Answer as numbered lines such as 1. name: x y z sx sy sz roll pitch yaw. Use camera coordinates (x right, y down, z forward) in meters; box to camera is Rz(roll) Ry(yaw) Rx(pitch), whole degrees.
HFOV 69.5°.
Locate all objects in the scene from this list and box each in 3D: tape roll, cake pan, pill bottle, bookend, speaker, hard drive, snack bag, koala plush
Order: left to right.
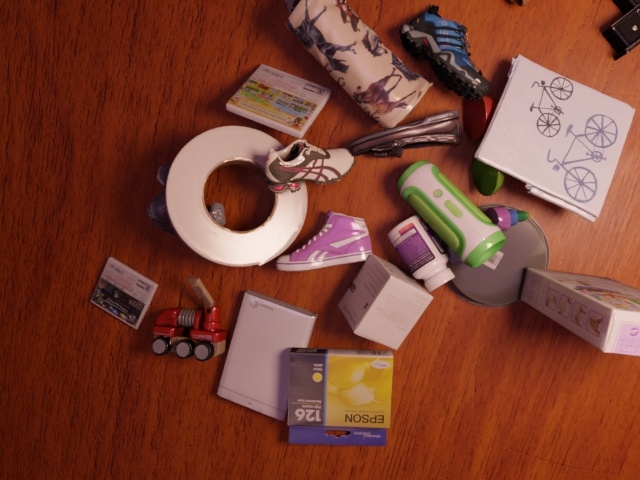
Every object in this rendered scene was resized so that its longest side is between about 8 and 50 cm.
1. koala plush: -0.408 -0.146 1.361 0.196 0.203 0.221 -12 70 30
2. tape roll: -0.227 -0.117 1.273 0.392 0.072 0.391 1 86 -21
3. hard drive: -0.169 0.356 1.430 0.233 0.047 0.353 18 99 9
4. pill bottle: 0.276 0.037 1.248 0.108 0.108 0.193 -34 76 14
5. speaker: 0.331 -0.073 1.190 0.131 0.131 0.296 -44 64 13
6. cake pan: 0.471 0.046 1.254 0.293 0.054 0.293 1 97 12
7. snack bag: 0.572 -0.255 1.132 0.343 0.037 0.323 25 79 0
8. bookend: 0.750 -0.556 1.114 0.156 0.072 0.157 -37 87 14

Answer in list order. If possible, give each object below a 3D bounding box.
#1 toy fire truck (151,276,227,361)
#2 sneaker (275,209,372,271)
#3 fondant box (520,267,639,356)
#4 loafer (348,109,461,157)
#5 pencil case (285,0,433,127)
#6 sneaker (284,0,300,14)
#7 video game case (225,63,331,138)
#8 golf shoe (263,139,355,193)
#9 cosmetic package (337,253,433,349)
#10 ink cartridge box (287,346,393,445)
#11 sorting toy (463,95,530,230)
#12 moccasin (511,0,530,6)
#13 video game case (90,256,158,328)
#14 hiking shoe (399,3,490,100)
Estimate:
1. toy fire truck: -0.405 0.235 1.425 0.217 0.158 0.246 4 86 12
2. sneaker: 0.000 0.000 1.332 0.282 0.102 0.161 -11 91 2
3. fondant box: 0.657 0.158 1.058 0.238 0.330 0.096 7 99 -6
4. loafer: 0.231 -0.266 1.245 0.303 0.109 0.095 -15 97 10
5. pencil case: 0.095 -0.481 1.188 0.410 0.183 0.160 45 145 -5
6. sneaker: 0.006 -0.678 1.262 0.229 0.086 0.132 -10 99 23
7. video game case: -0.111 -0.389 1.275 0.227 0.026 0.206 23 57 8
8. golf shoe: -0.020 -0.212 1.240 0.105 0.273 0.120 51 151 38
9. cosmetic package: 0.172 0.166 1.256 0.151 0.151 0.183 27 102 -23
10. ink cartridge box: 0.055 0.473 1.362 0.304 0.072 0.307 1 94 0
11. sorting toy: 0.473 -0.208 1.194 0.126 0.127 0.365 -8 85 -10
12. moccasin: 0.401 -0.740 1.144 0.380 0.139 0.147 44 94 -5
13. video game case: -0.649 0.174 1.524 0.190 0.022 0.173 29 101 7
14. hiking shoe: 0.331 -0.484 1.162 0.132 0.113 0.304 -40 69 7
